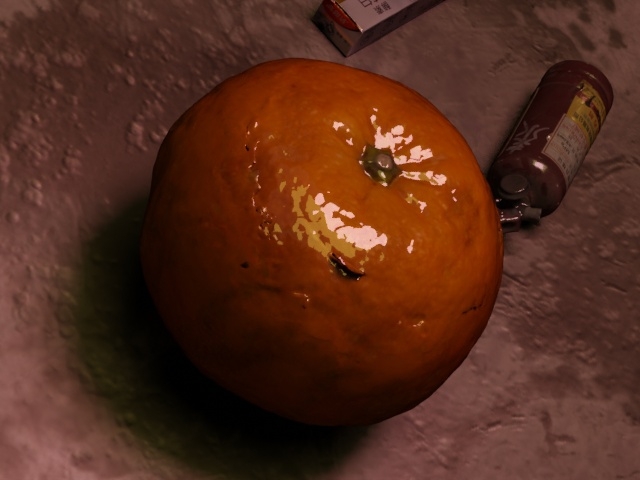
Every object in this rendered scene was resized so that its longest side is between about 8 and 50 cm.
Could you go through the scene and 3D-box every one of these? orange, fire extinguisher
[{"bbox_3d":[0.000,0.000,1.134,0.284,0.226,0.284,19,50,-24],"label":"orange"},{"bbox_3d":[0.188,-0.069,1.408,0.252,0.106,0.075,-56,132,-40],"label":"fire extinguisher"}]

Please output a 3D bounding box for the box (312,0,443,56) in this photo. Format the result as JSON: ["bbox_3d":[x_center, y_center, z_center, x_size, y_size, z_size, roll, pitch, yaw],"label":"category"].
[{"bbox_3d":[0.082,-0.247,1.472,0.055,0.039,0.218,49,49,9],"label":"box"}]
